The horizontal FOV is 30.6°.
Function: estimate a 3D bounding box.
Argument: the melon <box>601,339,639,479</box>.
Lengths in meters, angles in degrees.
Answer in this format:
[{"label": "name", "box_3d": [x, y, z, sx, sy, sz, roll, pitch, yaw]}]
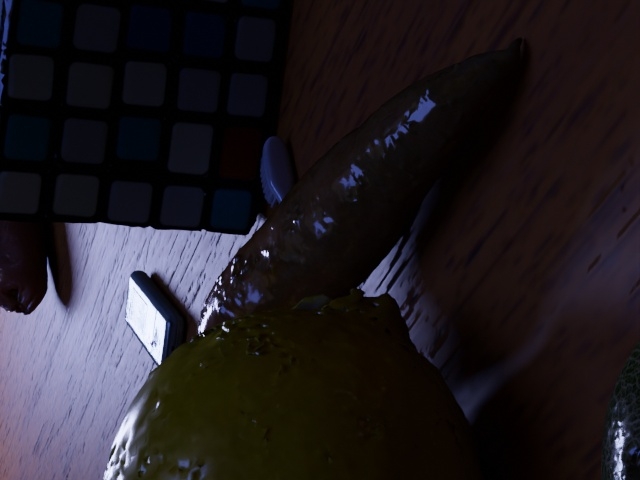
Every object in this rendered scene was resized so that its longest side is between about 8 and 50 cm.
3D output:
[{"label": "melon", "box_3d": [0.126, 0.086, 0.298, 0.099, 0.099, 0.162, 119, 145, -44]}]

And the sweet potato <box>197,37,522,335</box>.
[{"label": "sweet potato", "box_3d": [0.000, 0.000, 0.606, 0.314, 0.066, 0.072, -51, 38, 38]}]

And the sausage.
[{"label": "sausage", "box_3d": [-0.393, -0.081, 1.458, 0.433, 0.088, 0.088, -112, 34, -40]}]

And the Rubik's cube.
[{"label": "Rubik's cube", "box_3d": [-0.142, -0.117, 0.795, 0.182, 0.184, 0.187, -146, 62, -62]}]

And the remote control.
[{"label": "remote control", "box_3d": [-0.139, 0.066, 0.969, 0.124, 0.018, 0.053, -144, 61, -61]}]

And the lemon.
[{"label": "lemon", "box_3d": [-0.010, 0.118, 0.510, 0.173, 0.173, 0.206, -19, 51, 64]}]

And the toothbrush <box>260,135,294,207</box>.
[{"label": "toothbrush", "box_3d": [-0.008, 0.059, 0.685, 0.025, 0.019, 0.276, 122, 142, -55]}]
